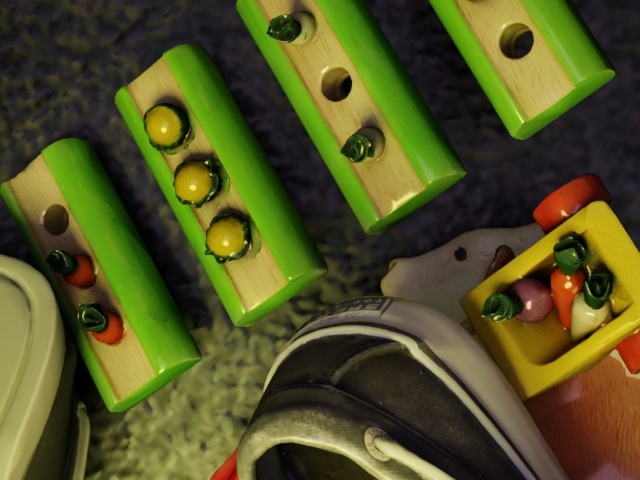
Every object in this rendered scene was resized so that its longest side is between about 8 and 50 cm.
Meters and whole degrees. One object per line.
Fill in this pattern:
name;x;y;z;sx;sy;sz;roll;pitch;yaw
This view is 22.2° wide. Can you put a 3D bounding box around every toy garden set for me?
toy garden set;0.000;0.000;0.607;0.244;0.049;0.203;-35;74;22

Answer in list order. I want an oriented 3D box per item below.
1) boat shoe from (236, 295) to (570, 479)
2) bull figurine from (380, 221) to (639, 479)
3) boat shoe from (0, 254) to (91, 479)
boat shoe;0.081;0.156;0.542;0.108;0.102;0.301;-31;102;26
bull figurine;0.126;0.135;0.649;0.310;0.101;0.188;37;100;6
boat shoe;-0.157;0.148;0.582;0.114;0.091;0.302;13;56;19
